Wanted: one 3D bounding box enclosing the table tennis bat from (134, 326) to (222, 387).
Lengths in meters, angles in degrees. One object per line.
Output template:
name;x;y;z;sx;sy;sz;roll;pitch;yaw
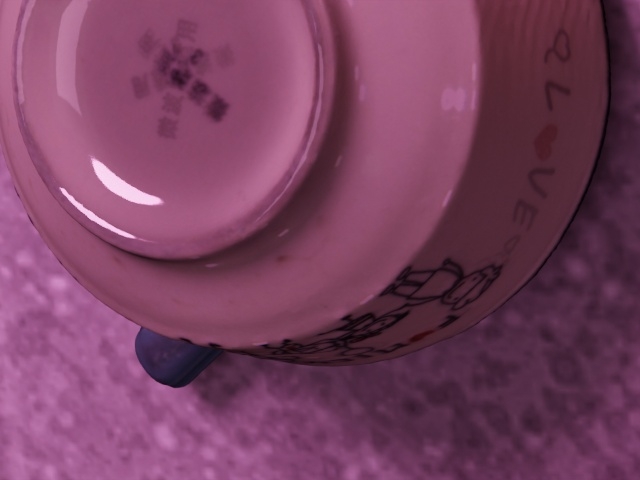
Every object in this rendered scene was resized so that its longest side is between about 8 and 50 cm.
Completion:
table tennis bat;0.000;0.000;0.725;0.201;0.033;0.124;-36;85;25

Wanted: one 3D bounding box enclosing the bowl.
bowl;-0.026;-0.062;0.644;0.238;0.126;0.237;3;96;26
